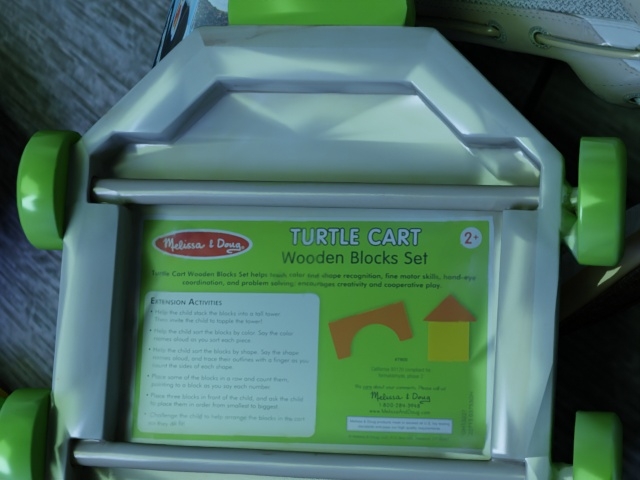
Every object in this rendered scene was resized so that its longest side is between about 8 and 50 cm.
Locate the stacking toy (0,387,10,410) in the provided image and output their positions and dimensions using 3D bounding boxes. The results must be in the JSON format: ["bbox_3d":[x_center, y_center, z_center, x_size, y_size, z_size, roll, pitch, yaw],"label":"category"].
[{"bbox_3d":[-0.219,0.146,0.991,0.330,0.141,0.141,31,108,44],"label":"stacking toy"}]

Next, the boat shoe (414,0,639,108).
[{"bbox_3d":[0.152,-0.115,0.701,0.302,0.109,0.098,17,136,32],"label":"boat shoe"}]

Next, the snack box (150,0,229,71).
[{"bbox_3d":[-0.029,-0.175,0.805,0.187,0.060,0.322,-114,41,-72],"label":"snack box"}]

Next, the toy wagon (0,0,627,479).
[{"bbox_3d":[0.000,0.000,0.681,0.267,0.068,0.344,2,81,11],"label":"toy wagon"}]

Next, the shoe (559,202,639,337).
[{"bbox_3d":[0.090,0.029,0.752,0.219,0.076,0.058,-35,73,36],"label":"shoe"}]
